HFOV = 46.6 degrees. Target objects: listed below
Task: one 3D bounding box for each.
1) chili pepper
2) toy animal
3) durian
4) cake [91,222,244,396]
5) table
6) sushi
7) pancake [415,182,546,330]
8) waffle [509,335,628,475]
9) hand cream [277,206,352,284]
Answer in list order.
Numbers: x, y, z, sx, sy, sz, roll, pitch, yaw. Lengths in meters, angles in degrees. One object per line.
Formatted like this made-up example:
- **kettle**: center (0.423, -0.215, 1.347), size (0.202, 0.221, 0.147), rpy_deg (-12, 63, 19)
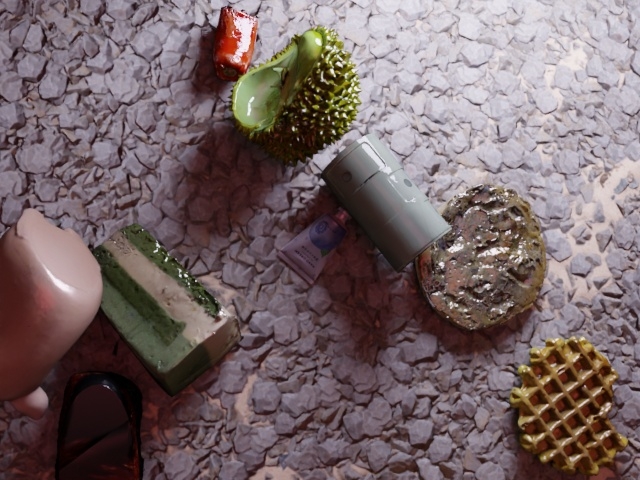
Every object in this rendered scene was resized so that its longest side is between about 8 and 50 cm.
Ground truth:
- **chili pepper**: center (-0.157, -0.347, 1.325), size (0.070, 0.073, 0.123), rpy_deg (2, 78, 30)
- **toy animal**: center (-0.462, 0.109, 1.135), size (0.256, 0.195, 0.213), rpy_deg (-50, 51, 5)
- **durian**: center (-0.033, -0.240, 1.275), size (0.237, 0.200, 0.176), rpy_deg (-45, 120, -2)
- **cake**: center (-0.265, 0.099, 1.197), size (0.158, 0.172, 0.283), rpy_deg (-39, 91, -16)
- **table**: center (0.115, -0.066, 1.308), size (0.126, 0.126, 0.220), rpy_deg (-37, 83, -14)
- **sushi**: center (-0.349, 0.316, 1.177), size (0.136, 0.126, 0.225), rpy_deg (-2, 90, -14)
- **pancake**: center (0.304, 0.030, 1.393), size (0.282, 0.049, 0.282), rpy_deg (1, 84, -12)
- **waffle**: center (0.476, 0.306, 1.397), size (0.249, 0.056, 0.253), rpy_deg (25, 78, -9)
- **hand cream**: center (0.000, 0.000, 1.332), size (0.084, 0.053, 0.142), rpy_deg (42, 87, -5)
